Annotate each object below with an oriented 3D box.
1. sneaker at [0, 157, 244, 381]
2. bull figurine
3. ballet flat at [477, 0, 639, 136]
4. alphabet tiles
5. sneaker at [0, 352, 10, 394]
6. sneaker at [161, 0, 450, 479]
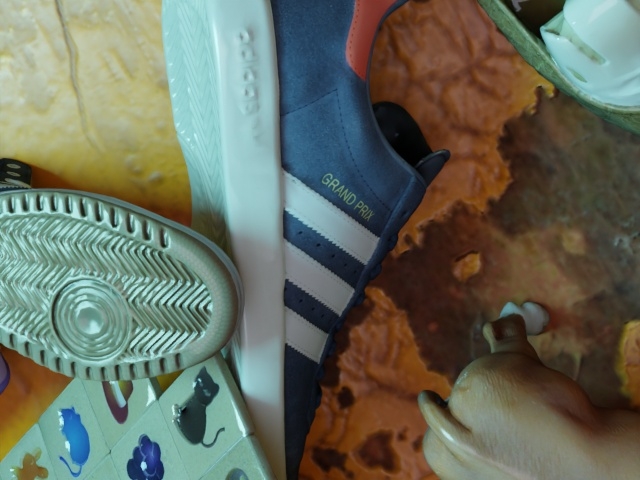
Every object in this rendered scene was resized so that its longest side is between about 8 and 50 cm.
[{"bbox_3d":[-0.157,0.008,0.843,0.282,0.153,0.099,4,101,18],"label":"sneaker"},{"bbox_3d":[0.190,0.157,0.817,0.310,0.188,0.101,38,108,-2],"label":"bull figurine"},{"bbox_3d":[0.120,-0.164,0.775,0.116,0.124,0.342,-40,96,19],"label":"ballet flat"},{"bbox_3d":[-0.119,0.228,0.865,0.342,0.011,0.285,-47,57,35],"label":"alphabet tiles"},{"bbox_3d":[-0.288,0.133,0.946,0.236,0.095,0.105,-24,105,20],"label":"sneaker"},{"bbox_3d":[0.000,0.000,0.849,0.148,0.131,0.350,-11,122,-21],"label":"sneaker"}]
